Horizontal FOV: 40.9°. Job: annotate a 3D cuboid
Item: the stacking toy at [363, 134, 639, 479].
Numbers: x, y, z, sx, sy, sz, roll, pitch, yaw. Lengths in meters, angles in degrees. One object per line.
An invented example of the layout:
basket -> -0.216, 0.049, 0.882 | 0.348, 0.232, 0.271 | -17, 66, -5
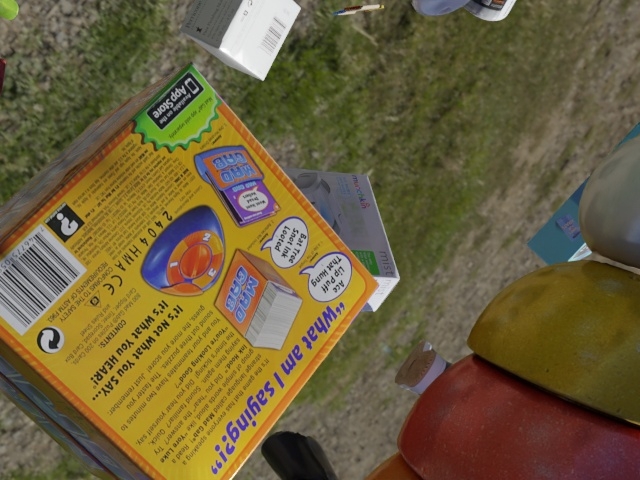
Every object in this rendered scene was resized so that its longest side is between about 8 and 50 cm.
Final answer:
stacking toy -> 0.212, 0.139, 0.699 | 0.351, 0.351, 0.479 | 10, 100, -58

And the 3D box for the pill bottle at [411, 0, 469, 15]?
pill bottle -> 0.180, -0.496, 1.440 | 0.117, 0.214, 0.117 | -16, 165, -4

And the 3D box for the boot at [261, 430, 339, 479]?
boot -> -0.056, 0.402, 1.416 | 0.247, 0.207, 0.094 | 18, 106, -38

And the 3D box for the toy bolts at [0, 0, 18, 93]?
toy bolts -> -0.530, -0.315, 1.195 | 0.159, 0.218, 0.228 | 7, 98, -38

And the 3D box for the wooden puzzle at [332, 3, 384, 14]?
wooden puzzle -> 0.084, -0.511, 1.891 | 0.116, 0.079, 0.014 | -26, 109, -54

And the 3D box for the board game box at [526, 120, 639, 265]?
board game box -> 0.547, -0.101, 1.555 | 0.336, 0.079, 0.254 | -53, 161, 25

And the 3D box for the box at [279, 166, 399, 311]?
box -> 0.000, 0.000, 1.670 | 0.231, 0.261, 0.126 | 3, 142, -24

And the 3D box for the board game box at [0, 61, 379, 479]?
board game box -> -0.228, 0.065, 1.063 | 0.356, 0.356, 0.356 | 50, 62, -19

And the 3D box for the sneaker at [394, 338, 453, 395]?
sneaker -> 0.231, 0.268, 1.586 | 0.099, 0.153, 0.282 | -57, 179, -2

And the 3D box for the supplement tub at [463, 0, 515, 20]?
supplement tub -> 0.343, -0.523, 1.622 | 0.117, 0.117, 0.190 | -25, 155, -38

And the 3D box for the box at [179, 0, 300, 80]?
box -> -0.163, -0.459, 1.780 | 0.181, 0.119, 0.182 | -63, 150, 2
